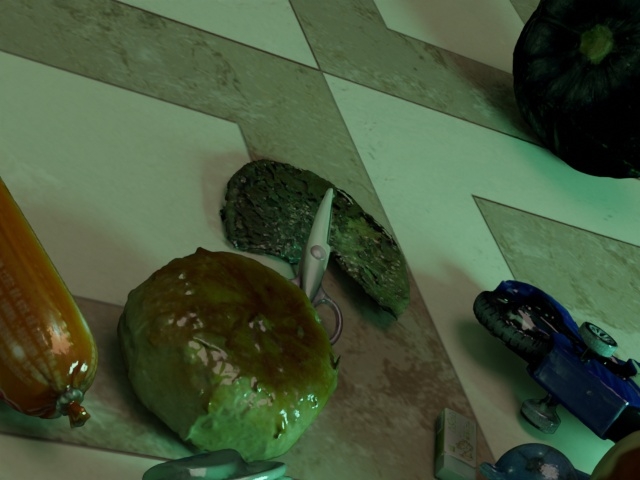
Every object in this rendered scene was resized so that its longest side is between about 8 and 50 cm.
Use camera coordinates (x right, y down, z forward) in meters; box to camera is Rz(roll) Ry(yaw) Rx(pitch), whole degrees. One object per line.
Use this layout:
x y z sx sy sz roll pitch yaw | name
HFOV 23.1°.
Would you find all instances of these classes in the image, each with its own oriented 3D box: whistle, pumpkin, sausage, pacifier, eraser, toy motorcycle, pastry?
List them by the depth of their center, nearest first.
-0.075 0.210 1.132 0.150 0.127 0.117 0 70 -56 | pacifier
-0.256 0.022 1.208 0.093 0.093 0.312 -2 48 -48 | sausage
-0.071 0.093 1.300 0.182 0.093 0.192 45 30 9 | pastry
0.206 0.230 1.411 0.158 0.090 0.090 24 32 -23 | whistle
0.125 0.192 1.440 0.038 0.019 0.083 30 30 -14 | eraser
0.285 0.145 1.594 0.315 0.113 0.169 41 18 24 | toy motorcycle
0.408 -0.225 2.042 0.238 0.315 0.315 5 42 -54 | pumpkin

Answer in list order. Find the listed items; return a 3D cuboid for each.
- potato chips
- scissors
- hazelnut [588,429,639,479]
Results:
0.002 -0.003 1.577 0.220 0.029 0.202 36 29 1 | potato chips
-0.007 0.021 1.494 0.085 0.022 0.176 23 52 -14 | scissors
0.363 0.258 1.359 0.261 0.261 0.241 19 27 -28 | hazelnut
